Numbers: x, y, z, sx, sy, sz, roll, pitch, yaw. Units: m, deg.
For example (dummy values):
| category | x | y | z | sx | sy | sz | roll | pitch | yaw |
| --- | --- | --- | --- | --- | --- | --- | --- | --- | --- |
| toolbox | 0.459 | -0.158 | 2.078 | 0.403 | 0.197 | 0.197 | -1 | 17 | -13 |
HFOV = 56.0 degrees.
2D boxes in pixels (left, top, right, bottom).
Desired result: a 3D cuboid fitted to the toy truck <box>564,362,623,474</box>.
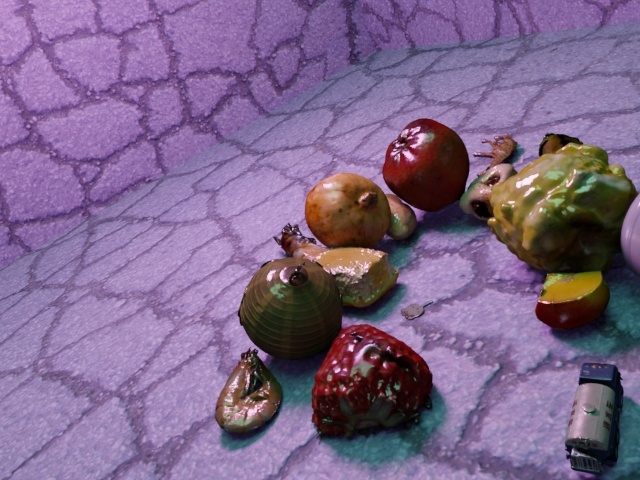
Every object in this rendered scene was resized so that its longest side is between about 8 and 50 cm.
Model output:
| category | x | y | z | sx | sy | sz | roll | pitch | yaw |
| --- | --- | --- | --- | --- | --- | --- | --- | --- | --- |
| toy truck | 0.442 | 0.286 | 0.979 | 0.074 | 0.088 | 0.201 | -3 | 32 | 35 |

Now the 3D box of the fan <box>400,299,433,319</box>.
| category | x | y | z | sx | sy | sz | roll | pitch | yaw |
| --- | --- | --- | --- | --- | --- | --- | --- | --- | --- |
| fan | 0.235 | 0.163 | 1.453 | 0.083 | 0.004 | 0.056 | -27 | 26 | -10 |

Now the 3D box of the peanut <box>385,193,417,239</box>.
| category | x | y | z | sx | sy | sz | roll | pitch | yaw |
| --- | --- | --- | --- | --- | --- | --- | --- | --- | --- |
| peanut | 0.223 | -0.073 | 1.804 | 0.103 | 0.098 | 0.229 | -58 | 24 | 12 |

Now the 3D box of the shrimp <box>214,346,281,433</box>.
| category | x | y | z | sx | sy | sz | roll | pitch | yaw |
| --- | --- | --- | --- | --- | --- | --- | --- | --- | --- |
| shrimp | -0.159 | 0.333 | 1.375 | 0.146 | 0.061 | 0.267 | -9 | 25 | 5 |

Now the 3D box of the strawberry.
| category | x | y | z | sx | sy | sz | roll | pitch | yaw |
| --- | --- | --- | --- | --- | --- | --- | --- | --- | --- |
| strawberry | 0.101 | 0.255 | 1.229 | 0.254 | 0.150 | 0.280 | -7 | 32 | 26 |

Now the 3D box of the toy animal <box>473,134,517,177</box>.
| category | x | y | z | sx | sy | sz | roll | pitch | yaw |
| --- | --- | --- | --- | --- | --- | --- | --- | --- | --- |
| toy animal | 0.576 | -0.280 | 1.972 | 0.149 | 0.054 | 0.275 | -16 | 28 | 17 |

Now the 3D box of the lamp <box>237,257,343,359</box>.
| category | x | y | z | sx | sy | sz | roll | pitch | yaw |
| --- | --- | --- | --- | --- | --- | --- | --- | --- | --- |
| lamp | -0.069 | 0.143 | 1.406 | 0.250 | 0.284 | 0.250 | 3 | 48 | -3 |

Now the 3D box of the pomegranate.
| category | x | y | z | sx | sy | sz | roll | pitch | yaw |
| --- | --- | --- | --- | --- | --- | --- | --- | --- | --- |
| pomegranate | 0.078 | -0.080 | 1.697 | 0.248 | 0.248 | 0.248 | -17 | 27 | 9 |

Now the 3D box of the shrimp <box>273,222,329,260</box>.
| category | x | y | z | sx | sy | sz | roll | pitch | yaw |
| --- | --- | --- | --- | --- | --- | --- | --- | --- | --- |
| shrimp | 0.000 | 0.000 | 1.871 | 0.233 | 0.071 | 0.365 | -24 | 28 | -18 |

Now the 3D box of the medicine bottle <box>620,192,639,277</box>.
| category | x | y | z | sx | sy | sz | roll | pitch | yaw |
| --- | --- | --- | --- | --- | --- | --- | --- | --- | --- |
| medicine bottle | 0.737 | 0.018 | 1.083 | 0.245 | 0.245 | 0.306 | -25 | 28 | -6 |

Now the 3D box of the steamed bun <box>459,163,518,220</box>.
| category | x | y | z | sx | sy | sz | roll | pitch | yaw |
| --- | --- | --- | --- | --- | --- | --- | --- | --- | --- |
| steamed bun | 0.466 | -0.119 | 1.662 | 0.155 | 0.140 | 0.172 | -8 | 33 | 34 |

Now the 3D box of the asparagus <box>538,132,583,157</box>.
| category | x | y | z | sx | sy | sz | roll | pitch | yaw |
| --- | --- | --- | --- | --- | --- | --- | --- | --- | --- |
| asparagus | 0.688 | -0.189 | 1.650 | 0.129 | 0.108 | 0.382 | 18 | 33 | -2 |

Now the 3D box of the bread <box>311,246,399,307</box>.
| category | x | y | z | sx | sy | sz | roll | pitch | yaw |
| --- | --- | --- | --- | --- | --- | --- | --- | --- | --- |
| bread | 0.075 | 0.091 | 1.580 | 0.246 | 0.121 | 0.174 | 2 | 26 | 46 |

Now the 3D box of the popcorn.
| category | x | y | z | sx | sy | sz | roll | pitch | yaw |
| --- | --- | --- | --- | --- | --- | --- | --- | --- | --- |
| popcorn | 0.536 | -0.056 | 1.343 | 0.312 | 0.312 | 0.312 | -17 | 27 | 9 |

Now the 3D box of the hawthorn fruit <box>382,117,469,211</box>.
| category | x | y | z | sx | sy | sz | roll | pitch | yaw |
| --- | --- | --- | --- | --- | --- | --- | --- | --- | --- |
| hawthorn fruit | 0.332 | -0.203 | 1.761 | 0.254 | 0.300 | 0.254 | -34 | 40 | 35 |

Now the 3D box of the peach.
| category | x | y | z | sx | sy | sz | roll | pitch | yaw |
| --- | --- | --- | --- | --- | --- | --- | --- | --- | --- |
| peach | 0.507 | 0.120 | 1.210 | 0.151 | 0.118 | 0.151 | 1 | -5 | 0 |
